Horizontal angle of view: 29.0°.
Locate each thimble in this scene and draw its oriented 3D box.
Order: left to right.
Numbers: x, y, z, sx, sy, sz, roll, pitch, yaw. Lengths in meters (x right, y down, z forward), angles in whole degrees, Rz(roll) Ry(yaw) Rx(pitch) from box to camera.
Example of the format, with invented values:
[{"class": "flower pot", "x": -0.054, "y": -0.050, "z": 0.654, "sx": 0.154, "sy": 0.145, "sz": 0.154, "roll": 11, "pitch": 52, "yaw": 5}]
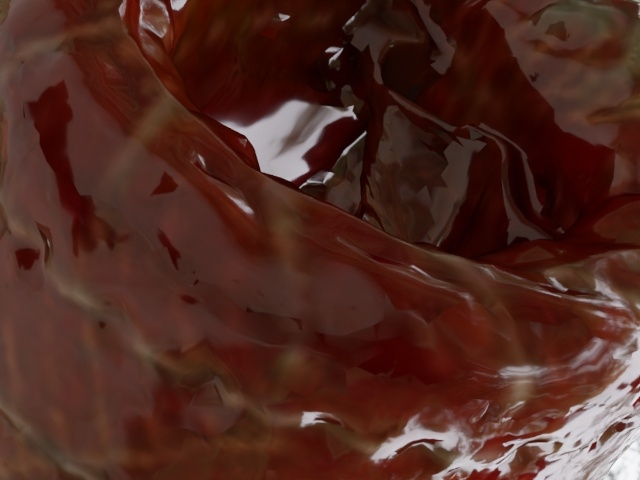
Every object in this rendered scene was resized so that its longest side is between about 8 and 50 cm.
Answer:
[{"class": "thimble", "x": 0.000, "y": 0.000, "z": 0.555, "sx": 0.350, "sy": 0.350, "sz": 0.231, "roll": -106, "pitch": -147, "yaw": -43}]
